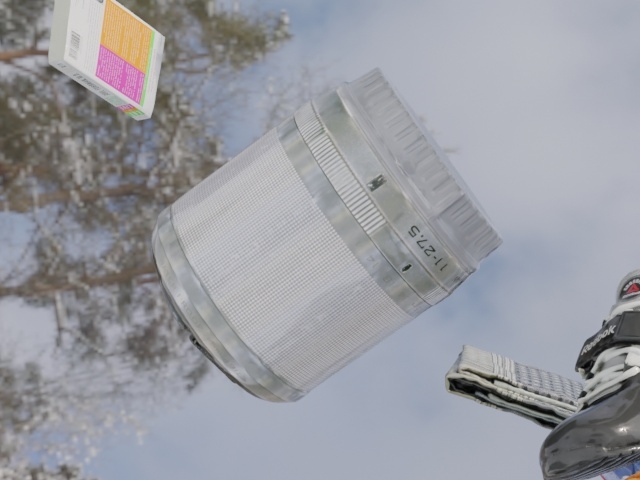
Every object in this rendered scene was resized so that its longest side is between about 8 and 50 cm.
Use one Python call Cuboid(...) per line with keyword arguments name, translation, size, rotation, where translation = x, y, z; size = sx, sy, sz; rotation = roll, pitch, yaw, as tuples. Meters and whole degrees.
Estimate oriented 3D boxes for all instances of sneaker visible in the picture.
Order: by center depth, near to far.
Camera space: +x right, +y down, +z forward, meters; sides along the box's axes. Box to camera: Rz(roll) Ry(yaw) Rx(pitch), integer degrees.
Cuboid(name="sneaker", translation=(0.269, 0.104, 0.978), size=(0.122, 0.331, 0.146), rotation=(-31, -100, 41))

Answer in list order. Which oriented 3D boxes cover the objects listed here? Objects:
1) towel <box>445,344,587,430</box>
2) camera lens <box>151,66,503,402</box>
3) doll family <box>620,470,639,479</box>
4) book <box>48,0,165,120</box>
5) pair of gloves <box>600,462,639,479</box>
Cuboid(name="towel", translation=(0.340, 0.224, 1.676), size=(0.312, 0.324, 0.056), rotation=(20, -84, 9))
Cuboid(name="camera lens", translation=(0.000, 0.000, 1.064), size=(0.274, 0.219, 0.219), rotation=(-36, -115, 9))
Cuboid(name="doll family", translation=(0.167, 0.196, 0.497), size=(0.263, 0.118, 0.163), rotation=(-127, -139, -52))
Cuboid(name="book", translation=(-0.215, -0.192, 1.163), size=(0.035, 0.144, 0.096), rotation=(-7, -111, 26))
Cuboid(name="pair of gloves", translation=(0.389, 0.290, 1.323), size=(0.198, 0.023, 0.159), rotation=(49, -20, 18))
